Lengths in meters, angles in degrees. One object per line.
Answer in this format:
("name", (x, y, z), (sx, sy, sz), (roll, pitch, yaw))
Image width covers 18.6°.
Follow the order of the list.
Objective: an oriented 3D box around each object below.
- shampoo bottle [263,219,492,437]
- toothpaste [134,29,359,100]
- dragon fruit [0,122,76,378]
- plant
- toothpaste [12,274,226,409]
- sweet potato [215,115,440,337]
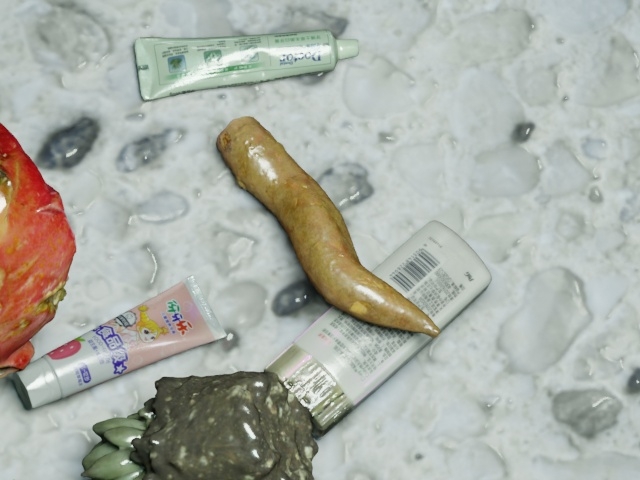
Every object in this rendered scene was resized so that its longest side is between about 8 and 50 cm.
("shampoo bottle", (0.054, 0.081, 1.820), (0.227, 0.056, 0.086), (-42, 77, -19))
("toothpaste", (-0.069, -0.176, 1.890), (0.218, 0.041, 0.064), (-7, 80, -9))
("dragon fruit", (-0.366, 0.021, 1.662), (0.291, 0.269, 0.250), (-28, 70, -21))
("plant", (-0.108, 0.191, 1.705), (0.129, 0.194, 0.132), (57, 28, -29))
("toothpaste", (-0.185, 0.098, 1.783), (0.194, 0.043, 0.067), (-25, 76, -22))
("sweet potato", (0.000, 0.000, 1.809), (0.067, 0.059, 0.281), (-6, 51, -49))
